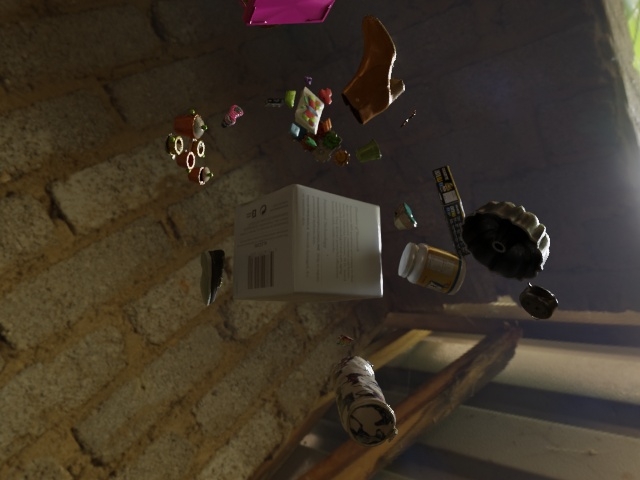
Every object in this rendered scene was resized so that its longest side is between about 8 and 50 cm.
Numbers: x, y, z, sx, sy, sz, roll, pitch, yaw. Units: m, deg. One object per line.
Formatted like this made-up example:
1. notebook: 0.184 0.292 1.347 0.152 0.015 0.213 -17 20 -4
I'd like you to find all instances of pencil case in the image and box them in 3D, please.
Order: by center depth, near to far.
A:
1. pencil case: 0.145 0.544 1.640 0.183 0.160 0.410 20 -175 -7

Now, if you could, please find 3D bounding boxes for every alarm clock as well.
1. alarm clock: 0.804 0.244 1.766 0.064 0.192 0.129 -42 -129 -18

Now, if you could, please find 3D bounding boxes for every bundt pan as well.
1. bundt pan: 0.688 -0.013 1.754 0.124 0.331 0.330 -43 -158 -23

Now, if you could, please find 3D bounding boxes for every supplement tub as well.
1. supplement tub: 0.385 0.093 1.644 0.199 0.144 0.144 17 -160 -1

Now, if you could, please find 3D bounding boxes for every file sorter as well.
1. file sorter: -0.051 -0.591 0.899 0.202 0.182 0.290 -20 166 -34

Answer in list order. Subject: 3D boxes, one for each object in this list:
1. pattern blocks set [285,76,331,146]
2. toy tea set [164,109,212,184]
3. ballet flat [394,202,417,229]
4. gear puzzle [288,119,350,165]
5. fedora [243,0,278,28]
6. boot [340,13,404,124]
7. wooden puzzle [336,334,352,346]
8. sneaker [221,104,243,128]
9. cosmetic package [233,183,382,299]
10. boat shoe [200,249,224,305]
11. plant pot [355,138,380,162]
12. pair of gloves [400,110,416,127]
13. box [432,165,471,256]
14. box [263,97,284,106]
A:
1. pattern blocks set: -0.050 -0.605 2.214 0.285 0.325 0.026 16 164 -42
2. toy tea set: -0.506 -0.366 1.943 0.124 0.336 0.200 6 -112 10
3. ballet flat: 0.454 -0.114 2.591 0.106 0.107 0.316 -39 -170 15
4. gear puzzle: 0.003 -0.491 2.382 0.175 0.339 0.044 -48 177 5
5. fedora: -0.231 -0.994 2.022 0.194 0.194 0.079 -23 -171 5
6. boot: 0.145 -0.542 1.536 0.211 0.295 0.104 -38 -148 -13
7. wooden puzzle: 0.097 0.406 1.909 0.049 0.083 0.006 -48 -144 15
8. sneaker: -0.318 -0.436 1.684 0.057 0.047 0.119 -34 -160 39
9. cosmetic package: -0.043 0.036 1.594 0.393 0.328 0.329 9 165 -42
10. boat shoe: -0.358 0.127 1.585 0.068 0.228 0.081 -14 -135 -31
11. plant pot: 0.182 -0.340 1.849 0.079 0.083 0.083 -23 -164 -5
12. pair of gloves: 0.388 -0.534 2.090 0.083 0.010 0.074 -41 -171 40
13. box: 0.578 -0.125 2.079 0.079 0.322 0.257 -18 -140 13
14. box: -0.183 -0.542 1.870 0.067 0.018 0.083 -4 -174 -20
